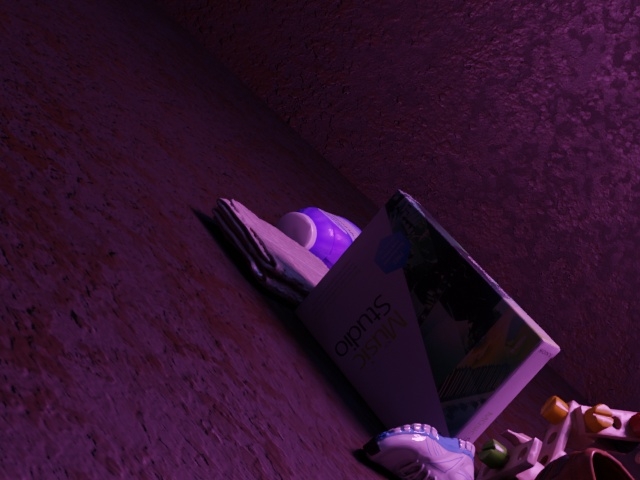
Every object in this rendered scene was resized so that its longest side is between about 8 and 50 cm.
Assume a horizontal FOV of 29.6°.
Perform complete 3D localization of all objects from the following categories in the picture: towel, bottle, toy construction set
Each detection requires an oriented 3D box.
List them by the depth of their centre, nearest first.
[{"bbox_3d":[0.323,0.307,1.709,0.237,0.257,0.309,29,-10,-10],"label":"toy construction set"},{"bbox_3d":[-0.041,0.047,1.791,0.282,0.049,0.187,35,13,-47],"label":"towel"},{"bbox_3d":[0.000,0.000,2.053,0.118,0.092,0.283,41,8,18],"label":"bottle"}]

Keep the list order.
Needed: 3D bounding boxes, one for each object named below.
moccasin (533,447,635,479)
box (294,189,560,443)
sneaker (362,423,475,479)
[{"bbox_3d":[0.431,0.408,1.506,0.380,0.147,0.139,51,45,2],"label":"moccasin"},{"bbox_3d":[0.129,0.116,1.590,0.058,0.232,0.322,25,19,-51],"label":"box"},{"bbox_3d":[0.126,0.268,1.406,0.191,0.071,0.083,21,47,-43],"label":"sneaker"}]
